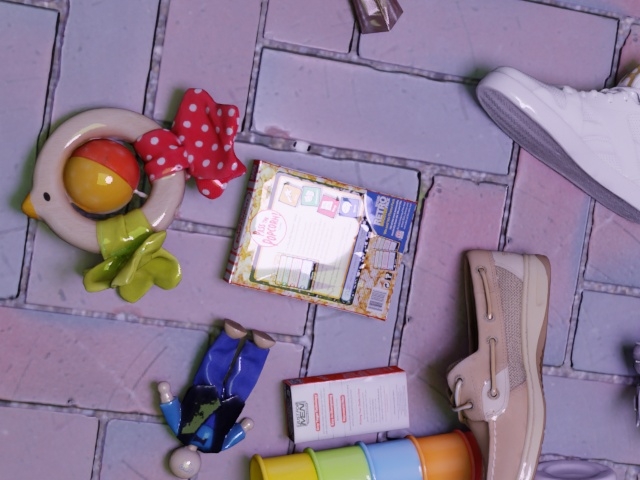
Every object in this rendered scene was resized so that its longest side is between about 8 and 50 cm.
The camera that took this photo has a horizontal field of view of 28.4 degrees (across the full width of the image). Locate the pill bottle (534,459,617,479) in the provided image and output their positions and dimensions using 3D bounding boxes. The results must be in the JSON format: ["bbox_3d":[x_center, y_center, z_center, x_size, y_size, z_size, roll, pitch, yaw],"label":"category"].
[{"bbox_3d":[0.306,0.367,1.536,0.108,0.108,0.180,-3,96,-14],"label":"pill bottle"}]

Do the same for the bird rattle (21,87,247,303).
[{"bbox_3d":[-0.206,-0.064,1.366,0.207,0.143,0.253,25,85,1],"label":"bird rattle"}]

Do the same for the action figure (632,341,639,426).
[{"bbox_3d":[0.485,0.195,1.565,0.285,0.099,0.185,36,67,-22],"label":"action figure"}]

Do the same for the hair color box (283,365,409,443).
[{"bbox_3d":[0.031,0.192,1.484,0.141,0.043,0.071,-5,96,-15],"label":"hair color box"}]

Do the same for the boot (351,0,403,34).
[{"bbox_3d":[0.075,-0.303,1.456,0.106,0.037,0.114,-26,97,3],"label":"boot"}]

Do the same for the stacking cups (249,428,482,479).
[{"bbox_3d":[0.081,0.279,1.480,0.316,0.096,0.096,-4,96,-14],"label":"stacking cups"}]

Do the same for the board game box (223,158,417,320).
[{"bbox_3d":[0.000,0.000,1.459,0.194,0.045,0.146,15,91,-15],"label":"board game box"}]

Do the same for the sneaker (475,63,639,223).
[{"bbox_3d":[0.328,-0.161,1.504,0.293,0.108,0.169,33,85,-24],"label":"sneaker"}]

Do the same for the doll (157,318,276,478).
[{"bbox_3d":[-0.126,0.184,1.442,0.129,0.046,0.189,22,95,-24],"label":"doll"}]

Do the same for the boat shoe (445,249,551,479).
[{"bbox_3d":[0.197,0.172,1.457,0.110,0.121,0.341,8,64,0],"label":"boat shoe"}]
